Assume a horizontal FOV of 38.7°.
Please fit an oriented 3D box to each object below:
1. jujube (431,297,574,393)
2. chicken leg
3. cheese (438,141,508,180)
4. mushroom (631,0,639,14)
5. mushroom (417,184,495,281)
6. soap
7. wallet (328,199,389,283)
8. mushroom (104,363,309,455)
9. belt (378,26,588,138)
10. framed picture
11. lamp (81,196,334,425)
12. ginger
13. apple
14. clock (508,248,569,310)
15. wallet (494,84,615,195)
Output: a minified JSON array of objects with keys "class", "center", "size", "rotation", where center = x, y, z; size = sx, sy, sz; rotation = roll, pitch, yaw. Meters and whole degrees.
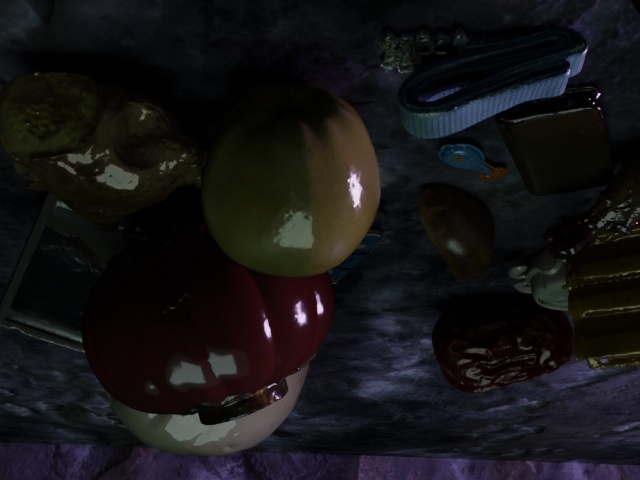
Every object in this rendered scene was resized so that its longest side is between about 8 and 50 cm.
[{"class":"jujube","center":[0.305,0.172,1.533],"size":[0.230,0.155,0.155],"rotation":[-12,156,5]},{"class":"chicken leg","center":[0.423,-0.041,1.047],"size":[0.322,0.083,0.178],"rotation":[3,129,-9]},{"class":"cheese","center":[0.177,-0.091,1.061],"size":[0.047,0.017,0.111],"rotation":[-15,153,41]},{"class":"mushroom","center":[0.320,-0.224,0.632],"size":[0.217,0.148,0.227],"rotation":[-32,150,26]},{"class":"mushroom","center":[0.190,0.001,1.196],"size":[0.072,0.094,0.210],"rotation":[-6,152,24]},{"class":"soap","center":[0.477,0.051,1.158],"size":[0.324,0.204,0.096],"rotation":[-11,158,27]},{"class":"wallet","center":[0.000,0.001,1.233],"size":[0.141,0.059,0.202],"rotation":[5,157,-16]},{"class":"mushroom","center":[-0.161,0.195,1.407],"size":[0.315,0.315,0.356],"rotation":[-9,148,23]},{"class":"belt","center":[0.152,-0.161,0.844],"size":[0.179,0.100,0.065],"rotation":[-15,156,-1]},{"class":"framed picture","center":[-0.268,0.065,1.207],"size":[0.265,0.192,0.018],"rotation":[22,-174,-24]},{"class":"lamp","center":[-0.133,0.082,1.085],"size":[0.303,0.257,0.303],"rotation":[-21,-175,2]},{"class":"ginger","center":[-0.222,-0.083,0.968],"size":[0.218,0.123,0.270],"rotation":[3,168,-3]},{"class":"apple","center":[-0.030,-0.062,0.925],"size":[0.199,0.200,0.200],"rotation":[1,157,0]},{"class":"clock","center":[0.380,0.058,1.356],"size":[0.190,0.062,0.151],"rotation":[-7,156,19]},{"class":"wallet","center":[0.265,-0.104,1.010],"size":[0.110,0.031,0.198],"rotation":[-9,156,20]}]
